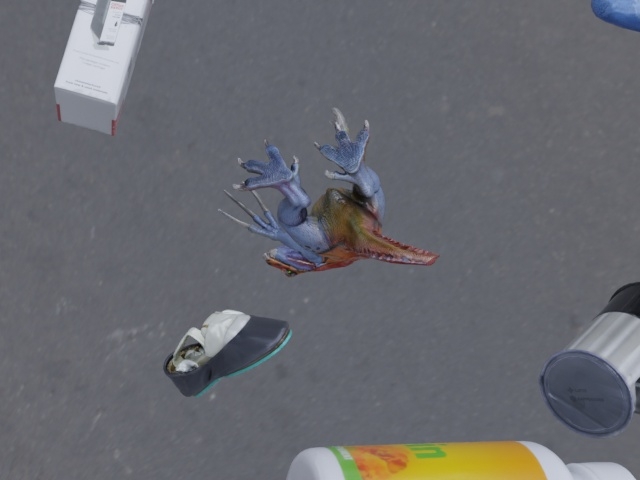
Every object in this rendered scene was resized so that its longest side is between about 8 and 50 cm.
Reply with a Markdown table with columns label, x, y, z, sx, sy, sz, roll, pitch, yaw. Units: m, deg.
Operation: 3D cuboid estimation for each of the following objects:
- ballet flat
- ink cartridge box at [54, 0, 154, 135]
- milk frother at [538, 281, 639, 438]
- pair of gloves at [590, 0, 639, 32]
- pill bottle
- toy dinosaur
| label | x | y | z | sx | sy | sz | roll | pitch | yaw |
| --- | --- | --- | --- | --- | --- | --- | --- | --- | --- |
| ballet flat | -0.111 | 0.117 | 1.255 | 0.074 | 0.203 | 0.074 | 16 | 60 | -30 |
| ink cartridge box | -0.191 | -0.175 | 1.034 | 0.056 | 0.099 | 0.135 | 15 | 76 | -8 |
| milk frother | 0.262 | 0.071 | 0.970 | 0.135 | 0.129 | 0.143 | -34 | 110 | -44 |
| pair of gloves | 0.141 | -0.129 | 0.383 | 0.159 | 0.023 | 0.198 | 11 | 84 | -47 |
| pill bottle | 0.105 | 0.213 | 0.833 | 0.246 | 0.136 | 0.136 | 1 | 71 | -17 |
| toy dinosaur | 0.000 | 0.000 | 0.338 | 0.047 | 0.082 | 0.090 | -24 | 56 | -3 |
